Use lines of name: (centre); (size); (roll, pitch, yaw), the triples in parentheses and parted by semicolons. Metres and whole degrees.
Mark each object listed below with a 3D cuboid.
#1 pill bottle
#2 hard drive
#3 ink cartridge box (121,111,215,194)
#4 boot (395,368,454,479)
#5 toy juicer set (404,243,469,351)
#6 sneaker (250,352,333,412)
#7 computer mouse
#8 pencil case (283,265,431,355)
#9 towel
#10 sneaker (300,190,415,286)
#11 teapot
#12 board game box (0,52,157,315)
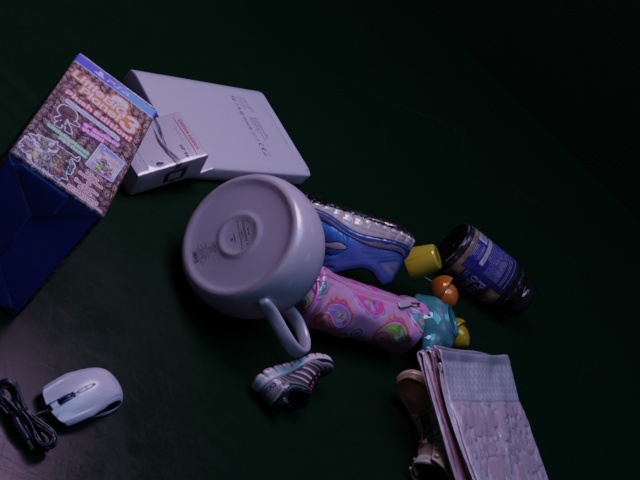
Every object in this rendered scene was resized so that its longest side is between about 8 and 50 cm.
pill bottle: (0.366, 0.070, 2.281); (0.219, 0.123, 0.122); (37, 31, -13)
hard drive: (-0.195, -0.213, 2.011); (0.353, 0.047, 0.233); (0, 53, -51)
ink cartridge box: (-0.268, -0.156, 1.780); (0.180, 0.060, 0.104); (-22, 68, -36)
boot: (0.186, 0.336, 1.781); (0.213, 0.077, 0.165); (53, 30, -2)
toy juicer set: (0.228, 0.184, 2.016); (0.209, 0.090, 0.329); (51, 26, -50)
sneaker: (-0.034, 0.232, 1.657); (0.170, 0.063, 0.074); (-10, 60, -49)
computer mouse: (-0.325, 0.203, 1.351); (0.106, 0.042, 0.193); (52, 31, 13)
pencil case: (0.062, 0.121, 1.850); (0.284, 0.124, 0.124); (20, 39, -35)
towel: (0.303, 0.344, 1.828); (0.332, 0.053, 0.316); (15, 55, -56)
sneaker: (0.000, 0.000, 1.904); (0.330, 0.147, 0.130); (20, 7, -3)
teapot: (-0.088, 0.030, 1.694); (0.253, 0.256, 0.187); (18, -15, 33)
board game box: (-0.379, -0.082, 1.443); (0.141, 0.232, 0.291); (36, 32, -17)
